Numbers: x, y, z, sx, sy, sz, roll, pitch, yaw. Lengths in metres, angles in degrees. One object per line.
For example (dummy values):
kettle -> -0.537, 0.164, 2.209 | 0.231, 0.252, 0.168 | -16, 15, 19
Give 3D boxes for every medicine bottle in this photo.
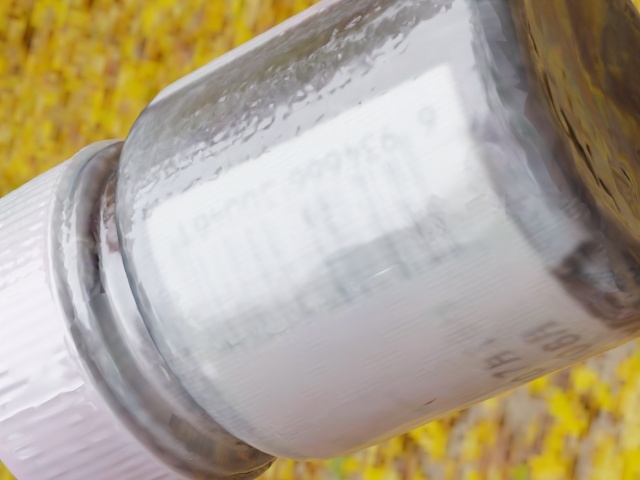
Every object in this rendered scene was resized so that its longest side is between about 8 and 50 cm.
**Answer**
medicine bottle -> 0.000, 0.000, 0.761 | 0.273, 0.165, 0.165 | -25, 48, 30
